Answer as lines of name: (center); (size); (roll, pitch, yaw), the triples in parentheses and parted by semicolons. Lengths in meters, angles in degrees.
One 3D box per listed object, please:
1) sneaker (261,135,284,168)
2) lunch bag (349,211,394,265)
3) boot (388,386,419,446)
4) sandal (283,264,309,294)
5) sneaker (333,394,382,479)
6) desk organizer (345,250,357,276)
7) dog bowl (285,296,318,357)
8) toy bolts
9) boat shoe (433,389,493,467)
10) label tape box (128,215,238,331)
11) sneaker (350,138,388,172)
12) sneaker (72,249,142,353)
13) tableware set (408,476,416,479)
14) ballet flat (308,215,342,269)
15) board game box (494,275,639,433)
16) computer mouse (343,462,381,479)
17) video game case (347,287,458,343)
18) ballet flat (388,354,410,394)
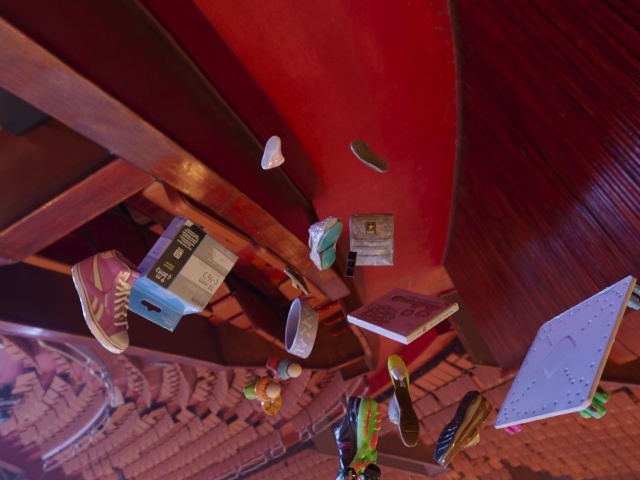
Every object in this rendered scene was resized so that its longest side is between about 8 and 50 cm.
sneaker: (-0.156, -0.311, 1.421); (0.070, 0.051, 0.134); (-16, 147, -42)
lunch bag: (0.282, -0.015, 2.208); (0.236, 0.168, 0.286); (-1, 116, 10)
boot: (0.320, 0.700, 1.580); (0.077, 0.213, 0.165); (-2, 143, -7)
sandal: (-0.116, 0.189, 1.876); (0.049, 0.072, 0.180); (-36, 112, 16)
sneaker: (0.163, 1.006, 1.992); (0.185, 0.481, 0.202); (27, 164, -32)
desk organizer: (0.153, 0.116, 2.021); (0.047, 0.130, 0.050); (8, 176, 6)
dog bowl: (-0.112, 0.479, 2.277); (0.103, 0.348, 0.348); (13, 142, -15)
toy bolts: (-0.170, 0.617, 1.722); (0.159, 0.218, 0.228); (-10, -151, 40)
boat shoe: (0.579, 0.763, 1.615); (0.323, 0.120, 0.122); (-54, 175, -8)
label tape box: (-0.485, 0.127, 1.399); (0.115, 0.347, 0.249); (10, 153, 47)
sneaker: (0.176, -0.320, 1.569); (0.189, 0.066, 0.071); (34, 169, -25)
sneaker: (-0.562, 0.159, 1.122); (0.161, 0.281, 0.102); (-25, 176, -2)
tableware set: (0.223, 0.681, 0.983); (0.020, 0.141, 0.169); (-18, -162, 49)
ballet flat: (0.000, 0.000, 1.800); (0.147, 0.146, 0.408); (-15, 152, -13)
board game box: (0.641, 0.315, 1.057); (0.390, 0.050, 0.389); (-46, 165, -28)
computer mouse: (0.152, 0.816, 1.400); (0.242, 0.041, 0.071); (35, 78, -47)
video game case: (0.154, 0.137, 0.772); (0.143, 0.019, 0.157); (-22, -162, -32)
ballet flat: (0.343, 0.603, 1.723); (0.077, 0.230, 0.077); (-12, 167, 3)
